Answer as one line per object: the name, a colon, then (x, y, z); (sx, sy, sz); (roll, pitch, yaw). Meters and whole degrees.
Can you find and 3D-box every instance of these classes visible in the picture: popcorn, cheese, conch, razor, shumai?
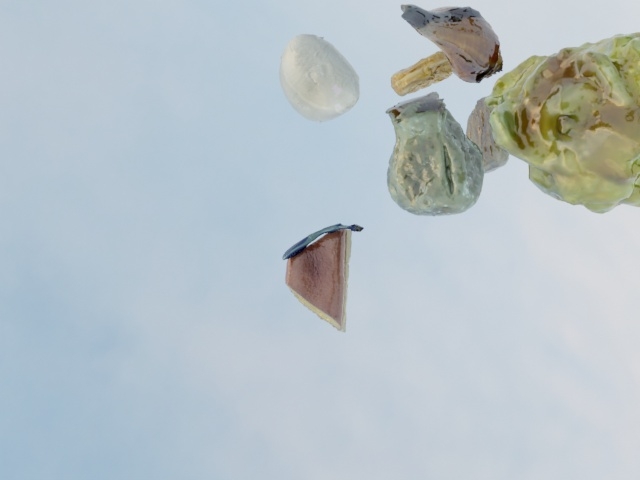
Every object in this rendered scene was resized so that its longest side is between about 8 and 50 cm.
popcorn: (0.444, -0.185, 1.469); (0.279, 0.335, 0.274); (53, -135, -13)
cheese: (-0.008, -0.353, 2.082); (0.198, 0.154, 0.189); (50, 180, -1)
conch: (0.196, -0.283, 1.292); (0.233, 0.080, 0.086); (38, -149, -43)
razor: (-0.001, -0.004, 1.665); (0.154, 0.044, 0.028); (-22, -76, -11)
shumai: (0.230, -0.181, 2.054); (0.222, 0.225, 0.261); (43, -153, -51)

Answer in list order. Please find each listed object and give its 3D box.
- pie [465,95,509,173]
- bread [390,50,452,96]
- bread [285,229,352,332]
pie: (0.398, -0.253, 2.223); (0.046, 0.195, 0.195); (-7, -121, -14)
bread: (0.166, -0.270, 1.509); (0.083, 0.110, 0.044); (-63, -51, -86)
bread: (-0.004, 0.064, 1.686); (0.119, 0.067, 0.192); (7, -107, -2)
